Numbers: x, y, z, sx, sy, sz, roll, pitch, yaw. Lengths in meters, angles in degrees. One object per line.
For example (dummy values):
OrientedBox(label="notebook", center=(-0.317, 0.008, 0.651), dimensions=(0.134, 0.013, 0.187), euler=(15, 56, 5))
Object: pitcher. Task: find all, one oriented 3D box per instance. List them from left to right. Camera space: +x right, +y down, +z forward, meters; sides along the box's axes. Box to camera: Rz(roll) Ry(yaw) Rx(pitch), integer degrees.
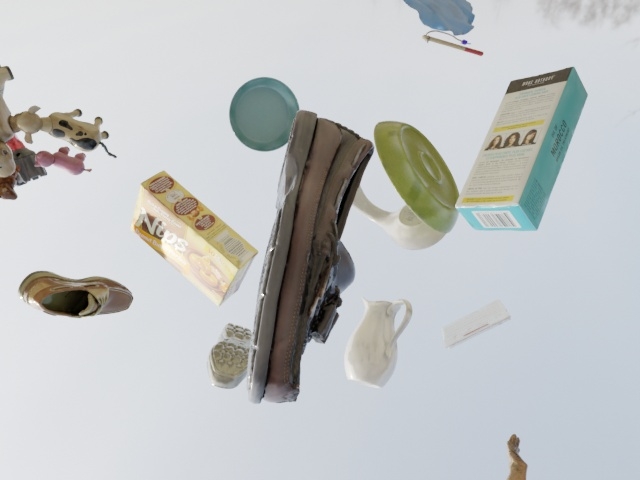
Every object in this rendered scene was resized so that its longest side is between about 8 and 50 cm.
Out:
OrientedBox(label="pitcher", center=(0.141, 0.238, 1.222), dimensions=(0.125, 0.177, 0.207), euler=(23, -110, -22))

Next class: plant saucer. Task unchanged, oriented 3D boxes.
OrientedBox(label="plant saucer", center=(-0.093, -0.207, 0.850), dimensions=(0.119, 0.119, 0.021), euler=(-12, -158, -17))
OrientedBox(label="plant saucer", center=(0.188, -0.127, 0.944), dimensions=(0.241, 0.037, 0.241), euler=(35, -143, -32))

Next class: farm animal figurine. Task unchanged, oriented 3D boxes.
OrientedBox(label="farm animal figurine", center=(-0.666, -0.234, 1.099), dimensions=(0.330, 0.327, 0.172), euler=(-26, -155, 12))

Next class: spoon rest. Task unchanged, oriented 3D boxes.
OrientedBox(label="spoon rest", center=(0.180, -0.058, 1.202), dimensions=(0.276, 0.084, 0.137), euler=(28, -109, 42))

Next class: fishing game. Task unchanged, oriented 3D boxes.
OrientedBox(label="fishing game", center=(0.207, -0.448, 0.968), dimensions=(0.189, 0.041, 0.264), euler=(3, -119, -27))

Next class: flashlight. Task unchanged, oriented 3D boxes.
OrientedBox(label="flashlight", center=(-0.767, -0.289, 1.252), dimensions=(0.103, 0.304, 0.103), euler=(-27, -165, -19))

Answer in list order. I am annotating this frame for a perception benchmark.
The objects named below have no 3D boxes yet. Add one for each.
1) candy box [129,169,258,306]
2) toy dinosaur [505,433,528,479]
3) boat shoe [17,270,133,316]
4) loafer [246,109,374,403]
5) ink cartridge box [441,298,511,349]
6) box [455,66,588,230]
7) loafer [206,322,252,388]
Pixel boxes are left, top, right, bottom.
OrientedBox(label="candy box", center=(-0.321, -0.002, 1.288), dimensions=(0.316, 0.183, 0.087), euler=(41, -135, 6))
OrientedBox(label="toy dinosaur", center=(0.190, 0.271, 0.389), dimensions=(0.295, 0.127, 0.200), euler=(-5, -169, -41))
OrientedBox(label="boat shoe", center=(-0.668, 0.171, 1.450), dimensions=(0.120, 0.123, 0.324), euler=(28, -173, 34))
OrientedBox(label="loafer", center=(0.000, 0.000, 0.473), dimensions=(0.095, 0.109, 0.303), euler=(11, -124, -6))
OrientedBox(label="ink cartridge box", center=(0.424, 0.243, 1.397), dimensions=(0.189, 0.066, 0.232), euler=(-30, -178, 12))
OrientedBox(label="box", center=(0.287, -0.129, 0.733), dimensions=(0.100, 0.060, 0.244), euler=(3, -122, 51))
OrientedBox(label="loafer", center=(-0.217, 0.292, 1.240), dimensions=(0.112, 0.112, 0.319), euler=(19, -176, -4))
